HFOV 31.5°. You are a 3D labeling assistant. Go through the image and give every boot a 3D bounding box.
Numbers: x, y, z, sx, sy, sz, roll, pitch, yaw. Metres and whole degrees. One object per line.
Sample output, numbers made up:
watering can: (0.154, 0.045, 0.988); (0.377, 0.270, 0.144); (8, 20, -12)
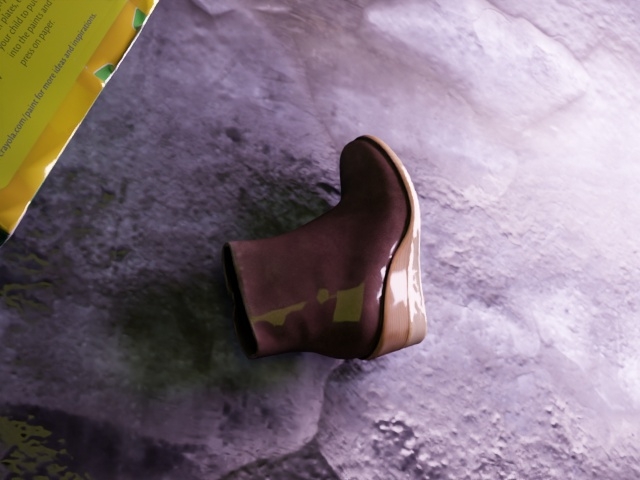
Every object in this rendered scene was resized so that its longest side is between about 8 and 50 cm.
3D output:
boot: (0.000, 0.000, 1.141); (0.207, 0.090, 0.248); (1, 67, -31)

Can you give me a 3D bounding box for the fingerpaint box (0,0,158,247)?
fingerpaint box: (-0.352, -0.243, 1.010); (0.371, 0.163, 0.444); (35, 54, -18)
